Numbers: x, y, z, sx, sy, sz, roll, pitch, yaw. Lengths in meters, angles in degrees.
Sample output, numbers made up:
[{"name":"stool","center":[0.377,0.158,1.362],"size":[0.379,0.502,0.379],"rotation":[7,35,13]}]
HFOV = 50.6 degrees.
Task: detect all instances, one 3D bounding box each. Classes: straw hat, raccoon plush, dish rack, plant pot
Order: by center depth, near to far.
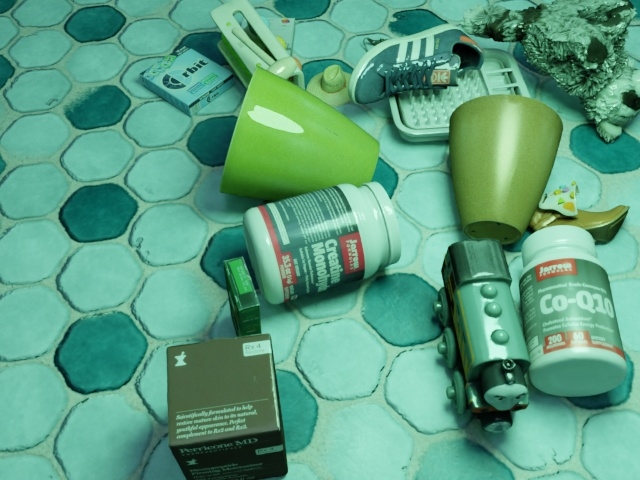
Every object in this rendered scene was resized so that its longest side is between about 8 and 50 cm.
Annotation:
[{"name":"plant pot","center":[0.371,-0.129,1.400],"size":[0.236,0.237,0.255],"rotation":[9,68,7]},{"name":"plant pot","center":[-0.034,-0.188,1.432],"size":[0.293,0.275,0.275],"rotation":[18,54,-6]},{"name":"raccoon plush","center":[0.577,-0.423,1.615],"size":[0.216,0.299,0.446],"rotation":[-42,46,-16]},{"name":"dish rack","center":[0.325,-0.343,1.638],"size":[0.332,0.072,0.286],"rotation":[-4,54,-3]},{"name":"straw hat","center":[0.032,-0.403,1.694],"size":[0.144,0.061,0.145],"rotation":[-1,53,1]}]

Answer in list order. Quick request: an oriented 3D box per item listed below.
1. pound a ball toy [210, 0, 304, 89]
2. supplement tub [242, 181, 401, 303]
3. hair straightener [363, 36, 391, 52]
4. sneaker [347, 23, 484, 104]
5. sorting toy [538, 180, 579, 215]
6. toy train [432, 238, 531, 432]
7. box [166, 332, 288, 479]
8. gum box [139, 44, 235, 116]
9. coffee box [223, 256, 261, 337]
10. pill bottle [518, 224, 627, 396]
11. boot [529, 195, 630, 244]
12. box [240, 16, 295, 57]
[{"name":"pound a ball toy","center":[-0.134,-0.457,1.618],"size":[0.135,0.208,0.319],"rotation":[-30,68,-12]},{"name":"supplement tub","center":[0.000,0.000,1.309],"size":[0.272,0.191,0.191],"rotation":[-16,54,-10]},{"name":"hair straightener","center":[0.221,-0.499,1.772],"size":[0.230,0.047,0.089],"rotation":[12,54,10]},{"name":"sneaker","center":[0.230,-0.391,1.552],"size":[0.350,0.131,0.148],"rotation":[-30,53,-20]},{"name":"sorting toy","center":[0.492,-0.087,1.400],"size":[0.075,0.045,0.083],"rotation":[-8,33,29]},{"name":"toy train","center":[0.283,0.157,1.186],"size":[0.142,0.190,0.334],"rotation":[-3,53,0]},{"name":"box","center":[-0.148,0.279,1.094],"size":[0.168,0.203,0.167],"rotation":[-7,54,-4]},{"name":"gum box","center":[-0.338,-0.409,1.716],"size":[0.184,0.041,0.157],"rotation":[34,61,23]},{"name":"coffee box","center":[-0.137,0.127,1.220],"size":[0.040,0.184,0.113],"rotation":[-14,52,-13]},{"name":"pill bottle","center":[0.447,0.122,1.228],"size":[0.161,0.161,0.283],"rotation":[3,53,3]},{"name":"boot","center":[0.538,-0.051,1.418],"size":[0.197,0.073,0.152],"rotation":[-30,51,-27]},{"name":"box","center":[-0.146,-0.526,1.804],"size":[0.145,0.038,0.186],"rotation":[2,54,1]}]
